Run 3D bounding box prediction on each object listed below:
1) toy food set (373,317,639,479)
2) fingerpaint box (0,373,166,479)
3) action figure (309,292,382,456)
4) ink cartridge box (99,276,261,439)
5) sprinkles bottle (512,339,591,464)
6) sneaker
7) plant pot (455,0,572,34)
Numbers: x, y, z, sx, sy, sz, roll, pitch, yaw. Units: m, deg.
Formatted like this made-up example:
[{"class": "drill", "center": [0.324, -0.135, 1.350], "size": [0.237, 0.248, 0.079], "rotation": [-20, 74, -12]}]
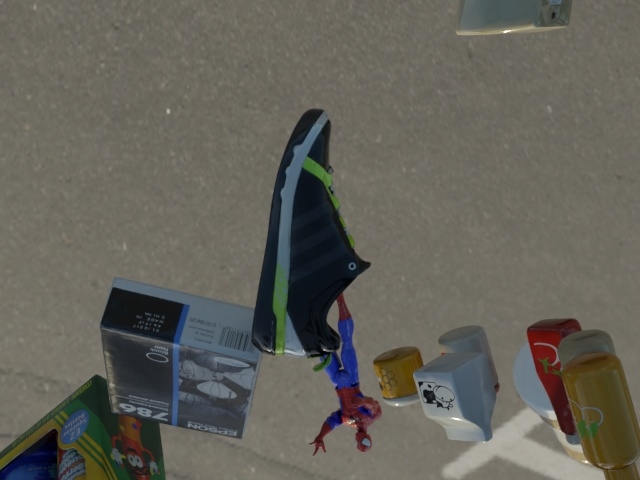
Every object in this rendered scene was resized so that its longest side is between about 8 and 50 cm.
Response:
[{"class": "toy food set", "center": [0.150, 0.126, 0.789], "size": [0.111, 0.104, 0.232], "rotation": [-24, -170, -40]}, {"class": "fingerpaint box", "center": [-0.466, 0.503, 1.761], "size": [0.445, 0.371, 0.163], "rotation": [-38, 127, 16]}, {"class": "action figure", "center": [0.024, 0.221, 1.652], "size": [0.092, 0.139, 0.280], "rotation": [-12, 105, 23]}, {"class": "ink cartridge box", "center": [-0.153, 0.152, 1.183], "size": [0.165, 0.065, 0.332], "rotation": [12, 153, -1]}, {"class": "sprinkles bottle", "center": [0.386, 0.244, 1.588], "size": [0.121, 0.121, 0.355], "rotation": [-24, 149, 12]}, {"class": "sneaker", "center": [0.000, 0.000, 0.959], "size": [0.097, 0.084, 0.234], "rotation": [9, 96, -1]}, {"class": "plant pot", "center": [0.232, -0.287, 1.217], "size": [0.109, 0.096, 0.109], "rotation": [-13, 114, -43]}]
